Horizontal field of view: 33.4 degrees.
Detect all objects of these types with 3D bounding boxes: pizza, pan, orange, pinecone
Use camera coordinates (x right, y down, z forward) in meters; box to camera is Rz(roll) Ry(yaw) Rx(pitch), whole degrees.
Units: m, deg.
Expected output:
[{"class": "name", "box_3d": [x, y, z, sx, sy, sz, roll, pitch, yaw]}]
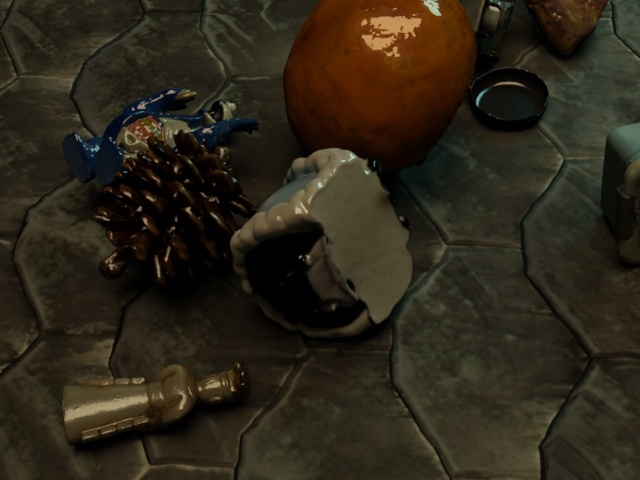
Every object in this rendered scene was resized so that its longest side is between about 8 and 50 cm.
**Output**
[{"class": "pizza", "box_3d": [0.368, -0.434, 1.647, 0.161, 0.085, 0.305, -2, 84, -33]}, {"class": "pan", "box_3d": [0.231, -0.225, 1.571, 0.212, 0.040, 0.115, 23, 54, 14]}, {"class": "orange", "box_3d": [0.076, -0.226, 1.427, 0.226, 0.284, 0.284, 27, 46, -19]}, {"class": "pinecone", "box_3d": [-0.186, -0.028, 1.336, 0.212, 0.185, 0.168, -42, 12, 11]}]

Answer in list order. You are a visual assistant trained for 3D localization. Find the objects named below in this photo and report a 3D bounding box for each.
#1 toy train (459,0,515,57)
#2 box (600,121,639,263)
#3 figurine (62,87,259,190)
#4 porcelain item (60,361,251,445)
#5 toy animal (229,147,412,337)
[{"class": "toy train", "box_3d": [0.169, -0.356, 1.607, 0.261, 0.134, 0.177, 21, 14, 20]}, {"class": "box", "box_3d": [0.468, -0.074, 1.346, 0.227, 0.162, 0.130, -12, 38, -6]}, {"class": "figurine", "box_3d": [-0.218, -0.131, 1.479, 0.262, 0.121, 0.164, -18, 36, -29]}, {"class": "porcelain item", "box_3d": [-0.185, 0.182, 1.224, 0.213, 0.054, 0.084, -10, 51, -4]}, {"class": "toy animal", "box_3d": [0.000, 0.000, 1.297, 0.156, 0.208, 0.204, 1, 43, 40]}]
